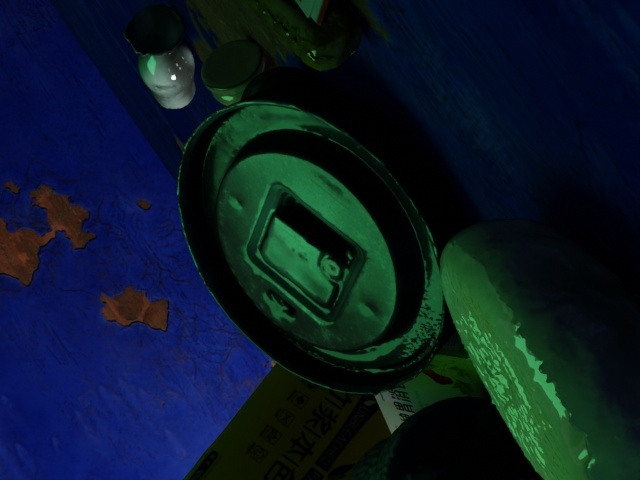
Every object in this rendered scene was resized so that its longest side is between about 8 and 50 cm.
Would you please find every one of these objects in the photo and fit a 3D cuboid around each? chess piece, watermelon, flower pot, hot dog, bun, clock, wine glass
[{"bbox_3d":[-0.094,-0.192,1.783,0.094,0.094,0.170,46,170,43],"label":"chess piece"},{"bbox_3d":[-0.055,-0.156,1.562,0.105,0.133,0.105,43,152,29],"label":"watermelon"},{"bbox_3d":[0.181,0.348,1.529,0.299,0.299,0.283,55,150,4],"label":"flower pot"},{"bbox_3d":[-0.055,-0.283,1.339,0.289,0.083,0.068,51,-172,26],"label":"hot dog"},{"bbox_3d":[0.215,0.097,1.075,0.287,0.146,0.287,59,172,13],"label":"bun"},{"bbox_3d":[0.000,0.000,1.463,0.386,0.076,0.386,23,131,30],"label":"clock"},{"bbox_3d":[-0.269,-0.308,2.178,0.103,0.103,0.222,52,169,19],"label":"wine glass"}]

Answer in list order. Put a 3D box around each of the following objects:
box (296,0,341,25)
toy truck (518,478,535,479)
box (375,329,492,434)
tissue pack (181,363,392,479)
[{"bbox_3d":[-0.045,-0.325,1.214,0.229,0.050,0.123,55,170,4],"label":"box"},{"bbox_3d":[0.320,0.350,1.275,0.338,0.184,0.133,48,167,38],"label":"toy truck"},{"bbox_3d":[0.154,0.186,1.643,0.175,0.062,0.260,8,147,25],"label":"box"},{"bbox_3d":[0.009,0.339,1.991,0.293,0.382,0.228,34,161,16],"label":"tissue pack"}]
